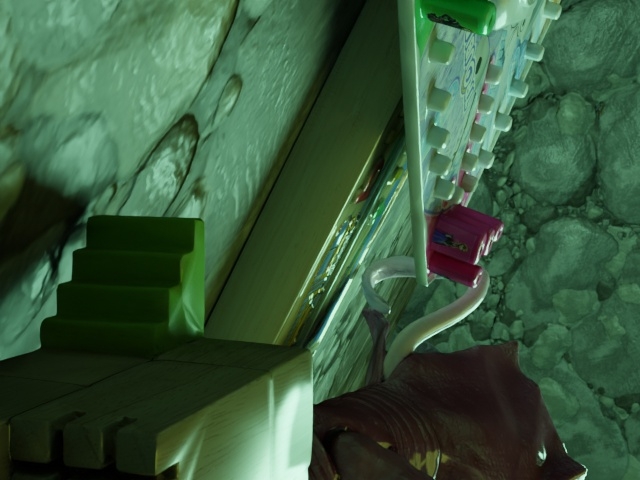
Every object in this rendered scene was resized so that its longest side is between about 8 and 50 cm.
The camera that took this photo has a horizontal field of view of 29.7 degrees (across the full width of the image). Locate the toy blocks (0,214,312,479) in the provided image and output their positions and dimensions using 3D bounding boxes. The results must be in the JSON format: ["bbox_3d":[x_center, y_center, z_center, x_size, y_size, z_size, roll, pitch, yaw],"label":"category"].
[{"bbox_3d":[-0.092,0.192,0.376,0.261,0.190,0.382,-16,108,-71],"label":"toy blocks"}]

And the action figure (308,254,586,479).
[{"bbox_3d":[0.049,0.149,0.879,0.370,0.248,0.276,-2,88,-53],"label":"action figure"}]

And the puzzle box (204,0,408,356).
[{"bbox_3d":[0.000,0.000,0.927,0.409,0.052,0.272,-63,171,12],"label":"puzzle box"}]

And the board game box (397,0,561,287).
[{"bbox_3d":[0.158,-0.205,0.851,0.390,0.050,0.390,79,34,-61],"label":"board game box"}]
